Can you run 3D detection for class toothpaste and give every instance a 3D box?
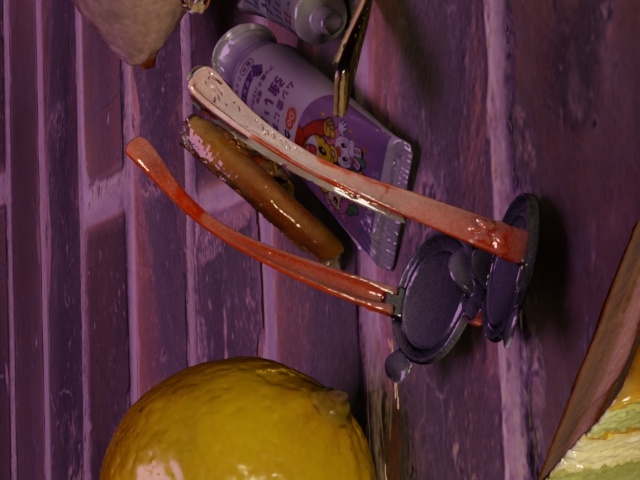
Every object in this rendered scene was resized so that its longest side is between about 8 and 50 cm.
[{"bbox_3d":[-0.004,-0.093,1.522,0.299,0.073,0.114,49,136,50],"label":"toothpaste"},{"bbox_3d":[-0.029,-0.214,1.604,0.268,0.047,0.069,-135,30,-65],"label":"toothpaste"}]

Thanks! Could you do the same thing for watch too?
[{"bbox_3d":[-0.037,-0.208,1.427,0.268,0.165,0.102,-81,7,-50],"label":"watch"}]

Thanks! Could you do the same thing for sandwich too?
[{"bbox_3d":[0.166,0.027,0.952,0.117,0.144,0.187,120,144,-49],"label":"sandwich"}]

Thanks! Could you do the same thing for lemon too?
[{"bbox_3d":[-0.068,0.212,1.458,0.253,0.228,0.228,117,146,-58],"label":"lemon"}]

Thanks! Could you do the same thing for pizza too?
[{"bbox_3d":[-0.043,-0.046,1.591,0.052,0.185,0.195,-46,1,1],"label":"pizza"}]

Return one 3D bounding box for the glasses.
[{"bbox_3d":[0.000,0.000,1.235,0.234,0.268,0.118,152,135,-69],"label":"glasses"}]

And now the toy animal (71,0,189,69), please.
[{"bbox_3d":[-0.183,-0.352,1.816,0.226,0.188,0.358,-132,44,-76],"label":"toy animal"}]
